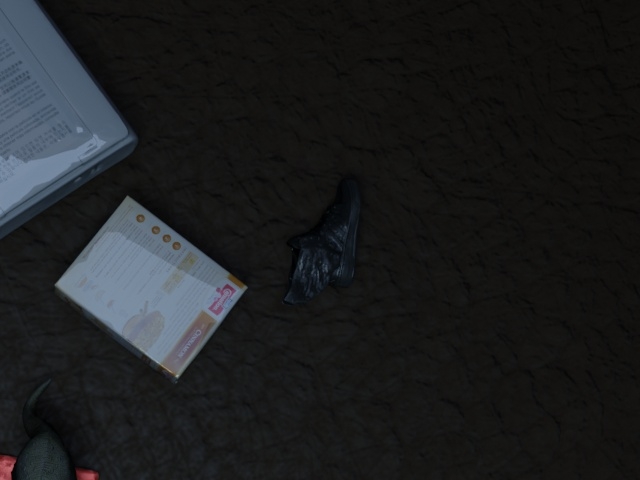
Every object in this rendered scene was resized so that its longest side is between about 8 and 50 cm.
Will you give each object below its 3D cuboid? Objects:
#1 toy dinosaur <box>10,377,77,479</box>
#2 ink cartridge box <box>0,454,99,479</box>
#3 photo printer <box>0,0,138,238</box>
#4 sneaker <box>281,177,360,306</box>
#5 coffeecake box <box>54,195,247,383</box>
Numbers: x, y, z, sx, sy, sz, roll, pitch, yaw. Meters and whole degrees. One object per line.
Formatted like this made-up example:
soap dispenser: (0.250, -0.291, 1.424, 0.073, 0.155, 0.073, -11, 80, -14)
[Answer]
toy dinosaur: (-0.309, 0.294, 1.485, 0.121, 0.160, 0.314, 19, 59, -5)
ink cartridge box: (-0.432, 0.425, 1.504, 0.308, 0.091, 0.385, 11, 77, -8)
photo printer: (-0.410, -0.173, 1.627, 0.256, 0.107, 0.307, -36, 86, -16)
sneaker: (-0.001, 0.000, 1.693, 0.089, 0.051, 0.170, 6, 80, -14)
coffeecake box: (-0.206, 0.061, 1.634, 0.185, 0.068, 0.142, 37, 74, -1)
